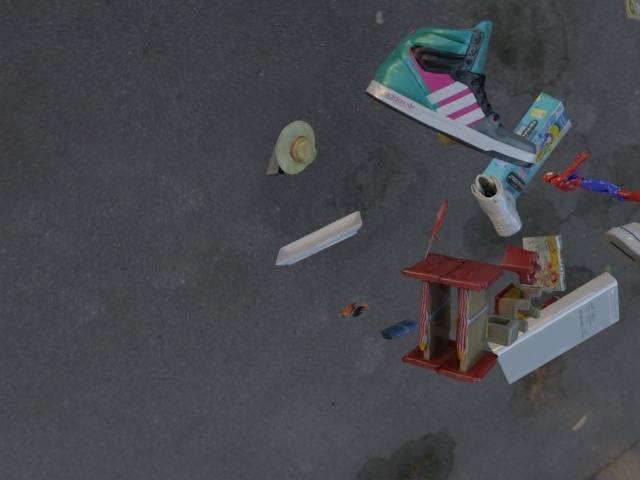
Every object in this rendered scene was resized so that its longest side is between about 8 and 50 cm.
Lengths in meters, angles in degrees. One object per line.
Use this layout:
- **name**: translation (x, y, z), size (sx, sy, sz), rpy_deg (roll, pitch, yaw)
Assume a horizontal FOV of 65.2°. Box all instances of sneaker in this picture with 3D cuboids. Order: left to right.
- **sneaker**: translation (0.241, -0.247, 0.793), size (0.296, 0.123, 0.178), rpy_deg (25, 106, -4)
- **sneaker**: translation (0.536, -0.153, 1.563), size (0.108, 0.292, 0.169), rpy_deg (-28, 113, 16)
- **sneaker**: translation (0.733, 0.049, 1.062), size (0.091, 0.258, 0.094), rpy_deg (-27, 143, -4)

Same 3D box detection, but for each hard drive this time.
- **hard drive**: translation (-0.121, -0.236, 1.460), size (0.022, 0.135, 0.094), rpy_deg (16, 89, -21)
- **hard drive**: translation (0.637, 0.247, 1.359), size (0.353, 0.047, 0.233), rpy_deg (-33, 135, 5)

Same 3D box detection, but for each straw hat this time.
- **straw hat**: translation (-0.044, -0.232, 1.297), size (0.145, 0.061, 0.144), rpy_deg (-25, 129, -35)

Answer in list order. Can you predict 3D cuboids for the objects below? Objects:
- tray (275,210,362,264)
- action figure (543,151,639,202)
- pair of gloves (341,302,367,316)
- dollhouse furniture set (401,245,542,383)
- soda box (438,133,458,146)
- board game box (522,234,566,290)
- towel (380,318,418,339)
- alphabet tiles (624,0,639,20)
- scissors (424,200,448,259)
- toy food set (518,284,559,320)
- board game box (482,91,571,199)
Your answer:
- **tray**: translation (0.000, 0.000, 1.449), size (0.271, 0.145, 0.030), rpy_deg (-26, 104, 9)
- **action figure**: translation (0.745, -0.184, 1.347), size (0.092, 0.281, 0.138), rpy_deg (18, 90, -40)
- **pair of gloves**: translation (0.121, 0.246, 1.768), size (0.074, 0.083, 0.010), rpy_deg (-44, 118, -34)
- **dollhouse furniture set**: translation (0.326, 0.112, 1.030), size (0.374, 0.152, 0.201), rpy_deg (-20, 115, -48)
- **soda box**: translation (0.461, -0.389, 1.643), size (0.058, 0.061, 0.181), rpy_deg (-12, 157, -22)
- **board game box**: translation (0.635, 0.064, 1.420), size (0.026, 0.104, 0.153), rpy_deg (-7, 91, -36)
- **towel**: translation (0.267, 0.301, 1.679), size (0.120, 0.067, 0.029), rpy_deg (-18, 99, -25)
- **alphabet tiles**: translation (0.839, -0.727, 1.337), size (0.343, 0.011, 0.284), rpy_deg (-15, 94, -39)
- **scissors**: translation (0.433, -0.012, 1.926), size (0.021, 0.109, 0.296), rpy_deg (21, 80, 4)
- **toy food set**: translation (0.780, 0.194, 1.773), size (0.105, 0.111, 0.232), rpy_deg (-22, 126, -41)
- **board game box**: translation (0.735, -0.320, 1.776), size (0.254, 0.079, 0.335), rpy_deg (11, 116, -55)
